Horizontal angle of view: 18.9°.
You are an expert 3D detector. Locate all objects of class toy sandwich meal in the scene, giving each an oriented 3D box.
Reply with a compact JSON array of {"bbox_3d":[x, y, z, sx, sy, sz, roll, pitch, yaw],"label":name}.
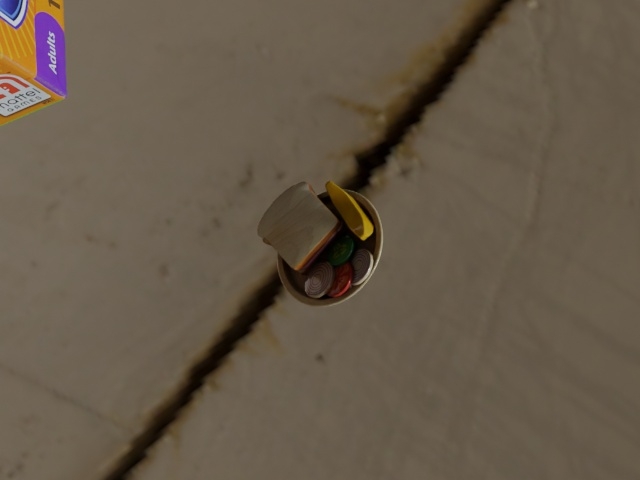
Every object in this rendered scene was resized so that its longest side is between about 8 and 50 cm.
[{"bbox_3d":[0.000,0.000,1.194,0.086,0.029,0.085,-12,-114,29],"label":"toy sandwich meal"}]

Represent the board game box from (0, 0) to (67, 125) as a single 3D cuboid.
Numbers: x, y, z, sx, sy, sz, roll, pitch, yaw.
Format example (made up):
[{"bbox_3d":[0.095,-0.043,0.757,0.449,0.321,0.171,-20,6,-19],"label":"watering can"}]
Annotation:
[{"bbox_3d":[-0.475,-0.285,1.687,0.357,0.356,0.356,-20,-120,26],"label":"board game box"}]
